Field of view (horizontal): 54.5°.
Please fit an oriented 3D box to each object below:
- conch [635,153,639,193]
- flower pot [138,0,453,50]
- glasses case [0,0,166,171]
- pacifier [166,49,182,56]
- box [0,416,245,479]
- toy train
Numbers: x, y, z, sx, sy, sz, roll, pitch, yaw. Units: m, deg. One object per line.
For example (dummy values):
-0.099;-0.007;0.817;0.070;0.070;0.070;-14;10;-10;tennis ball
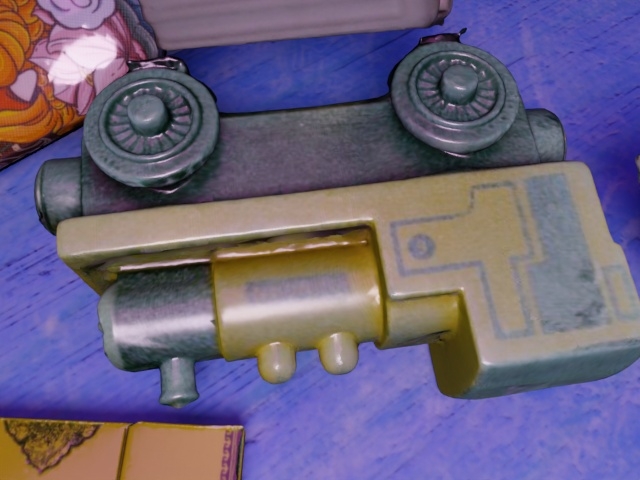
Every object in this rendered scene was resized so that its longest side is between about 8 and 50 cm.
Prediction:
0.366;0.016;0.408;0.369;0.197;0.249;9;83;7;conch
-0.013;-0.239;0.403;0.190;0.209;0.239;0;21;16;flower pot
-0.262;-0.103;0.436;0.321;0.082;0.122;-27;103;4;glasses case
-0.172;-0.292;0.503;0.239;0.226;0.287;25;60;-8;pacifier
-0.190;0.185;0.367;0.279;0.041;0.152;3;62;-2;box
0.000;0.000;0.421;0.370;0.150;0.237;-7;70;-5;toy train
